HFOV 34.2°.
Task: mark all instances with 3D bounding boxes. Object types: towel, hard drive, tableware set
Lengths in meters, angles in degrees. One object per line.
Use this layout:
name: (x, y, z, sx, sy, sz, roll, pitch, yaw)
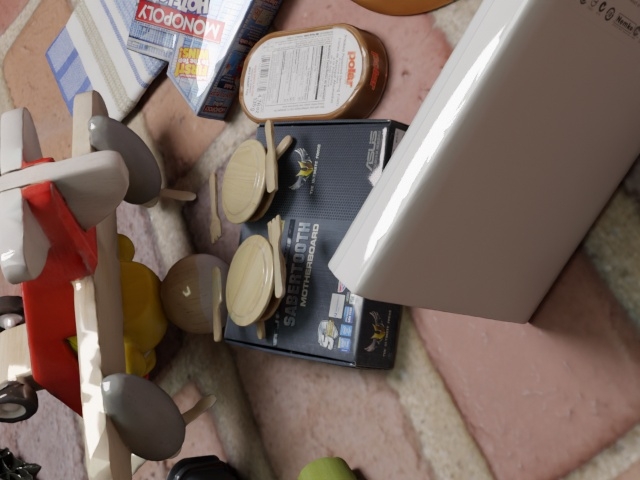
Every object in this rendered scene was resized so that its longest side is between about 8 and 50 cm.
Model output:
towel: (-0.247, -0.272, 1.326, 0.285, 0.034, 0.209, -47, 56, 28)
hard drive: (0.174, -0.102, 0.758, 0.047, 0.233, 0.353, 43, 110, 38)
tableware set: (-0.059, -0.008, 1.010, 0.128, 0.039, 0.194, -36, 50, 47)

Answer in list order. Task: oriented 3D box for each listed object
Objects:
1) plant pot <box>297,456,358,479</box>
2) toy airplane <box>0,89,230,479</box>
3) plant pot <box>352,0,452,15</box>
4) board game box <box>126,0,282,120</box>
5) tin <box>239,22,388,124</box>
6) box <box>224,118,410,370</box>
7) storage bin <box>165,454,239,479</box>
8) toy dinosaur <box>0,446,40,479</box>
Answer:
plant pot: (0.014, 0.242, 0.949, 0.083, 0.083, 0.079, -52, 40, 22)
toy airplane: (-0.214, 0.038, 1.067, 0.384, 0.272, 0.386, -152, 62, -75)
plant pot: (0.044, -0.378, 0.961, 0.291, 0.203, 0.291, -10, 75, 40)
board game box: (-0.140, -0.243, 1.175, 0.194, 0.060, 0.194, 20, 99, 26)
tin: (-0.013, -0.168, 1.085, 0.189, 0.040, 0.106, 2, 87, 43)
box: (0.000, 0.000, 1.019, 0.183, 0.059, 0.233, 6, 84, 45)
storage bin: (-0.113, 0.297, 1.044, 0.091, 0.098, 0.135, 19, 94, 33)
toy dinosaur: (-0.474, 0.379, 1.329, 0.322, 0.164, 0.218, 23, 114, 22)
